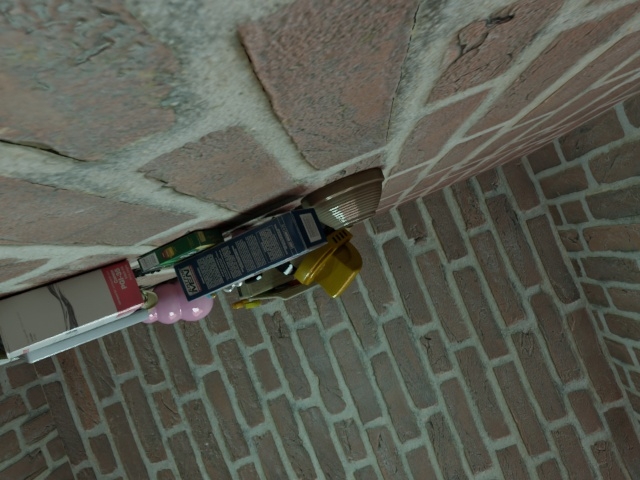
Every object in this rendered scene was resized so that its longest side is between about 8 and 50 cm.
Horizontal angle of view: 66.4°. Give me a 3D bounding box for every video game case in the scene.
[{"bbox_3d":[-0.707,0.235,1.368,0.299,0.036,0.329,5,-166,37],"label":"video game case"}]

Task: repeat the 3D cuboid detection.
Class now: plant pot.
[{"bbox_3d":[0.074,-0.099,1.324,0.237,0.110,0.237,-21,177,-1],"label":"plant pot"}]

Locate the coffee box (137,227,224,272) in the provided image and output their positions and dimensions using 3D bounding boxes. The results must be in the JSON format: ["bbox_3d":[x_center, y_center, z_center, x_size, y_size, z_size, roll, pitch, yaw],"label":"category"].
[{"bbox_3d":[-0.339,0.024,1.192,0.184,0.041,0.113,-23,177,18],"label":"coffee box"}]

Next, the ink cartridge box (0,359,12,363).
[{"bbox_3d":[-1.004,0.340,1.564,0.056,0.099,0.135,-23,178,24],"label":"ink cartridge box"}]

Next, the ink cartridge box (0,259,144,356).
[{"bbox_3d":[-0.580,0.159,1.129,0.283,0.117,0.207,-20,177,-34],"label":"ink cartridge box"}]

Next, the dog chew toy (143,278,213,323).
[{"bbox_3d":[-0.635,0.263,2.100,0.331,0.207,0.206,-11,173,-25],"label":"dog chew toy"}]

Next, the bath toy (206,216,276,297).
[{"bbox_3d":[-0.217,0.029,1.405,0.348,0.151,0.129,-26,-150,17],"label":"bath toy"}]

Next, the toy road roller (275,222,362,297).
[{"bbox_3d":[0.027,0.034,1.530,0.203,0.240,0.329,-53,169,30],"label":"toy road roller"}]

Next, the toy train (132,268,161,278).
[{"bbox_3d":[-0.514,0.093,1.363,0.036,0.027,0.158,-11,-176,33],"label":"toy train"}]

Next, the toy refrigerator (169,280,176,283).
[{"bbox_3d":[-0.599,0.208,2.306,0.269,0.094,0.102,-21,171,-28],"label":"toy refrigerator"}]

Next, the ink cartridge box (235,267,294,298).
[{"bbox_3d":[-0.233,0.099,1.895,0.088,0.193,0.234,-18,180,44],"label":"ink cartridge box"}]

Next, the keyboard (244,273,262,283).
[{"bbox_3d":[-0.174,0.042,1.487,0.100,0.192,0.038,-21,140,38],"label":"keyboard"}]

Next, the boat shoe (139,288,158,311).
[{"bbox_3d":[-0.699,0.233,1.851,0.098,0.109,0.302,-21,172,15],"label":"boat shoe"}]

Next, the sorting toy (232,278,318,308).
[{"bbox_3d":[-0.186,0.201,1.936,0.229,0.041,0.307,-5,-170,44],"label":"sorting toy"}]

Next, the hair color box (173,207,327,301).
[{"bbox_3d":[-0.172,0.034,1.233,0.347,0.105,0.174,-23,179,19],"label":"hair color box"}]

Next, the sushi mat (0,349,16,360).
[{"bbox_3d":[-0.863,0.286,1.222,0.151,0.019,0.316,4,177,27],"label":"sushi mat"}]
